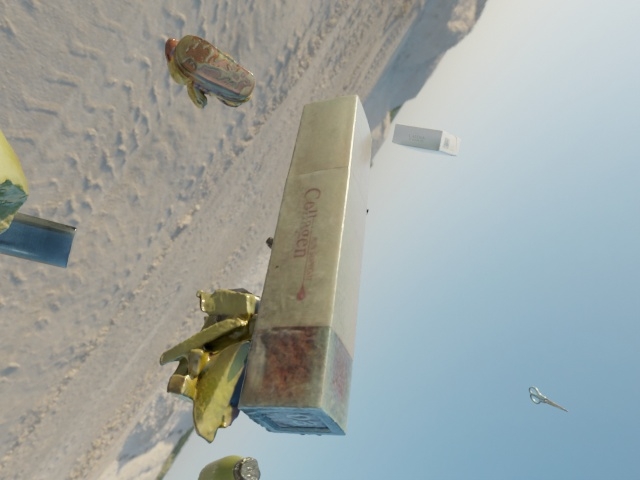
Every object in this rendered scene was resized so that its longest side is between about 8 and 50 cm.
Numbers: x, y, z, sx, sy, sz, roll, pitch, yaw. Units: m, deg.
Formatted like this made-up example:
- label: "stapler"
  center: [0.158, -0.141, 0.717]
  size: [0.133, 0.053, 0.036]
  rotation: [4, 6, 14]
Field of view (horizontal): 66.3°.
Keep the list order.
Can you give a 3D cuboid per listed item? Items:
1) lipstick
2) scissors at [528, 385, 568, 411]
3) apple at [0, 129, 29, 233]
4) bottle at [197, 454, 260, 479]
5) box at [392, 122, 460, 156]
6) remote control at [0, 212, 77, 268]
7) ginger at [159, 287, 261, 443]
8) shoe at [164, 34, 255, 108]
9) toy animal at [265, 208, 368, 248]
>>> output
- label: "lipstick"
  center: [0.000, 0.000, 0.509]
  size: [0.080, 0.076, 0.371]
  rotation: [60, 30, -49]
- label: "scissors"
  center: [0.415, 0.294, 0.895]
  size: [0.006, 0.036, 0.083]
  rotation: [-20, -166, -22]
- label: "apple"
  center: [-0.511, -0.044, 0.588]
  size: [0.279, 0.279, 0.279]
  rotation: [-56, 180, 0]
- label: "bottle"
  center: [-0.251, 0.663, 1.373]
  size: [0.260, 0.112, 0.112]
  rotation: [-41, -169, 44]
- label: "box"
  center: [0.193, -0.178, 0.877]
  size: [0.154, 0.084, 0.040]
  rotation: [-13, 114, -63]
- label: "remote control"
  center: [-0.730, -0.032, 1.042]
  size: [0.107, 0.377, 0.044]
  rotation: [-68, -159, 15]
- label: "ginger"
  center: [-0.297, 0.272, 1.275]
  size: [0.358, 0.211, 0.413]
  rotation: [-63, -151, 19]
- label: "shoe"
  center: [-0.135, -0.196, 0.593]
  size: [0.069, 0.109, 0.072]
  rotation: [159, -61, -73]
- label: "toy animal"
  center: [-0.008, -0.038, 1.022]
  size: [0.210, 0.117, 0.121]
  rotation: [-28, 176, -19]
